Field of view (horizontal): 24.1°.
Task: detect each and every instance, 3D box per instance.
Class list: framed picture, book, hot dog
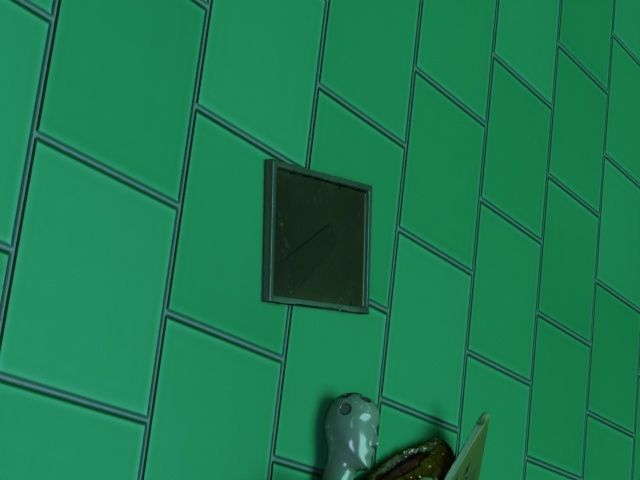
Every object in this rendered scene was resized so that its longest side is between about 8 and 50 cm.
[{"bbox_3d":[0.000,0.000,1.968,0.250,0.016,0.184,9,80,-57],"label":"framed picture"},{"bbox_3d":[0.204,0.369,2.194,0.168,0.013,0.192,-51,153,-47],"label":"book"},{"bbox_3d":[0.114,0.343,2.075,0.289,0.068,0.083,-19,110,-59],"label":"hot dog"}]

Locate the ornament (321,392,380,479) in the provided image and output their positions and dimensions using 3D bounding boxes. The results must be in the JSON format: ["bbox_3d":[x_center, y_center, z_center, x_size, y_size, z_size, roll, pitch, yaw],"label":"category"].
[{"bbox_3d":[0.036,0.275,1.945,0.075,0.081,0.156,44,56,-52],"label":"ornament"}]

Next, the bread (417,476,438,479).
[{"bbox_3d":[0.130,0.518,2.038,0.315,0.279,0.248,53,40,5],"label":"bread"}]
